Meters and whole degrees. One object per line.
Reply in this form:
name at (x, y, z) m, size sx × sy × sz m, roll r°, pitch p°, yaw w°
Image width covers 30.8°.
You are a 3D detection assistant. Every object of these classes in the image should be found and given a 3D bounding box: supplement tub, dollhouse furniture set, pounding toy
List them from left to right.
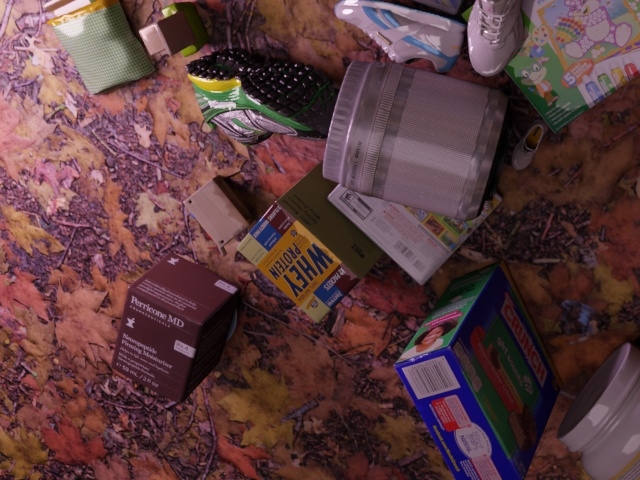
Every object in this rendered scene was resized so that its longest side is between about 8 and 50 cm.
dollhouse furniture set at (-0.385, -0.372, 2.094) m, size 0.301 × 0.151 × 0.198 m, roll -17°, pitch 106°, yaw 31°
pounding toy at (-0.192, -0.041, 2.184) m, size 0.100 × 0.141 × 0.130 m, roll -38°, pitch 94°, yaw 6°
supplement tub at (0.586, 0.349, 1.924) m, size 0.331 × 0.241 × 0.241 m, roll 37°, pitch 124°, yaw 5°

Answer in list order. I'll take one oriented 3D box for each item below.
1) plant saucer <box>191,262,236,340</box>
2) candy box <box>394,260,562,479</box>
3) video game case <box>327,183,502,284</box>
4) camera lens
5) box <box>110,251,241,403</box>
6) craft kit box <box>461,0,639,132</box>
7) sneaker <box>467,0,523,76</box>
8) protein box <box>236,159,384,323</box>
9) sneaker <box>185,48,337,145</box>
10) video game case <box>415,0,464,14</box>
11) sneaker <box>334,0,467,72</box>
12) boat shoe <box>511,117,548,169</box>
plant saucer at (-0.247, 0.125, 2.340) m, size 0.194 × 0.037 × 0.195 m, roll 11°, pitch 119°, yaw 21°
candy box at (0.278, 0.228, 1.968) m, size 0.122 × 0.317 × 0.268 m, roll -21°, pitch 105°, yaw 30°
video game case at (0.162, -0.072, 2.004) m, size 0.227 × 0.026 × 0.206 m, roll 43°, pitch 99°, yaw 2°
camera lens at (0.161, -0.162, 1.870) m, size 0.274 × 0.219 × 0.219 m, roll 15°, pitch 120°, yaw 5°
box at (-0.281, 0.168, 2.253) m, size 0.168 × 0.167 × 0.203 m, roll 25°, pitch 122°, yaw 13°
craft kit box at (0.390, -0.334, 1.800) m, size 0.250 × 0.061 × 0.247 m, roll -37°, pitch 92°, yaw 34°
sneaker at (0.261, -0.352, 1.751) m, size 0.090 × 0.115 × 0.232 m, roll 18°, pitch 120°, yaw 18°
protein box at (0.000, 0.000, 2.060) m, size 0.200 × 0.201 × 0.136 m, roll 43°, pitch 124°, yaw 1°
sneaker at (-0.090, -0.231, 2.016) m, size 0.343 × 0.134 × 0.146 m, roll 25°, pitch 138°, yaw 45°
video game case at (0.110, -0.551, 1.838) m, size 0.328 × 0.036 × 0.300 m, roll 23°, pitch 122°, yaw 14°
sneaker at (0.121, -0.339, 1.890) m, size 0.228 × 0.087 × 0.092 m, roll 20°, pitch 107°, yaw 24°
boat shoe at (0.344, -0.155, 1.918) m, size 0.035 × 0.035 × 0.100 m, roll 34°, pitch 124°, yaw 7°
